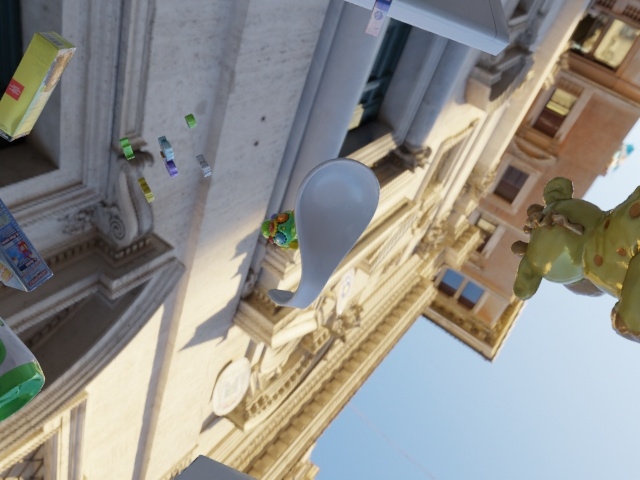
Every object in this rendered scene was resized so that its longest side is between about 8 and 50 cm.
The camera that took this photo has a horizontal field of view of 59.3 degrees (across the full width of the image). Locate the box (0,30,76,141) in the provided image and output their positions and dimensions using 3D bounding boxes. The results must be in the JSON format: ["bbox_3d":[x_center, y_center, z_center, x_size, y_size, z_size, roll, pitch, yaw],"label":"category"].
[{"bbox_3d":[-0.602,-0.321,1.172,0.058,0.232,0.087,36,-160,-12],"label":"box"}]

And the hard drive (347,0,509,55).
[{"bbox_3d":[0.145,-0.448,0.906,0.353,0.047,0.233,7,-114,-28],"label":"hard drive"}]

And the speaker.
[{"bbox_3d":[-0.572,0.145,0.879,0.296,0.131,0.131,44,-139,10],"label":"speaker"}]

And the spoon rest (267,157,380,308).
[{"bbox_3d":[0.000,0.000,0.873,0.137,0.276,0.084,11,-153,-28],"label":"spoon rest"}]

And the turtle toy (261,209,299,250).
[{"bbox_3d":[-0.090,-0.026,1.281,0.066,0.095,0.130,7,176,-26],"label":"turtle toy"}]

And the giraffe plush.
[{"bbox_3d":[0.279,0.016,0.543,0.181,0.210,0.170,-41,-158,-25],"label":"giraffe plush"}]

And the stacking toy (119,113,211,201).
[{"bbox_3d":[-0.345,-0.185,1.275,0.167,0.221,0.052,-27,-112,-15],"label":"stacking toy"}]

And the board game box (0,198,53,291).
[{"bbox_3d":[-0.591,0.017,1.018,0.194,0.194,0.060,54,-139,-13],"label":"board game box"}]

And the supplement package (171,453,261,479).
[{"bbox_3d":[-0.168,0.474,0.861,0.204,0.145,0.262,19,-177,11],"label":"supplement package"}]

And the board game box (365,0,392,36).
[{"bbox_3d":[0.084,-0.313,0.695,0.020,0.090,0.090,20,176,-2],"label":"board game box"}]
